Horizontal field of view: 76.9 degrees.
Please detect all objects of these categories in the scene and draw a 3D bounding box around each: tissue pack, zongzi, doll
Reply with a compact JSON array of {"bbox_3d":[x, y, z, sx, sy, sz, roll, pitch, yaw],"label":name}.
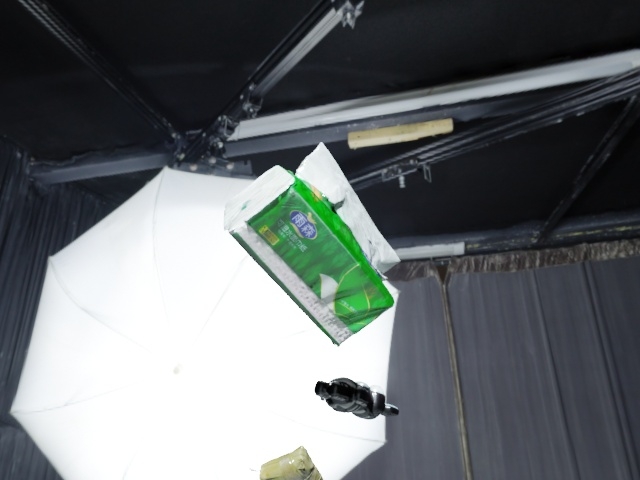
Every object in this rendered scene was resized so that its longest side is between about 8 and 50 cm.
[{"bbox_3d":[0.000,-0.001,0.531,0.156,0.148,0.209,-38,-69,3],"label":"tissue pack"},{"bbox_3d":[-0.098,0.723,1.222,0.189,0.081,0.178,-24,-62,2],"label":"zongzi"},{"bbox_3d":[0.066,0.294,0.752,0.091,0.067,0.219,-11,-35,32],"label":"doll"}]
